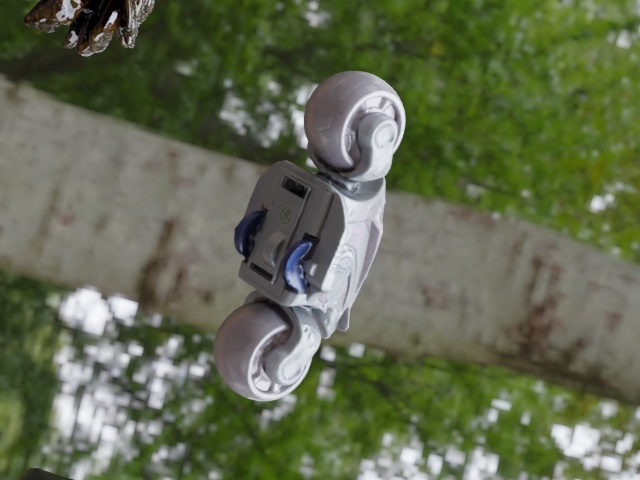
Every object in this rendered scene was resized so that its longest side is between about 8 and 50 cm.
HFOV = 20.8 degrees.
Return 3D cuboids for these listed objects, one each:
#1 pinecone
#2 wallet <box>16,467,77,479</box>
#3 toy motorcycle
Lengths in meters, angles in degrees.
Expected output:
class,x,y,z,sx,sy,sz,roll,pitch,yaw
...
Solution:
class,x,y,z,sx,sy,sz,roll,pitch,yaw
pinecone,-0.299,-0.344,2.242,0.229,0.201,0.202,95,21,-52
wallet,-0.361,0.395,2.156,0.377,0.197,0.051,-47,150,-61
toy motorcycle,0.000,0.000,1.277,0.254,0.112,0.112,-68,-161,8
